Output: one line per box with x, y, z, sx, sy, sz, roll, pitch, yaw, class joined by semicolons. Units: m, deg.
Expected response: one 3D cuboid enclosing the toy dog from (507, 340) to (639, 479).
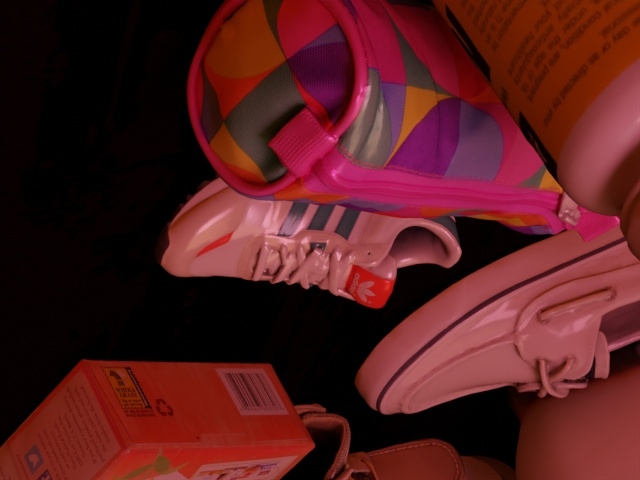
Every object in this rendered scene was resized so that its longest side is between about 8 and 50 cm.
0.273;0.217;1.208;0.395;0.284;0.408;-18;137;11;toy dog

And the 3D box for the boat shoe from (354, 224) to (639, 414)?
0.155;0.057;1.060;0.267;0.088;0.096;-24;154;-14;boat shoe

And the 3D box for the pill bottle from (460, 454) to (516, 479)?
0.130;0.235;1.328;0.108;0.108;0.193;-32;154;2;pill bottle

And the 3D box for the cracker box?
-0.136;0.163;0.966;0.156;0.067;0.232;7;134;-51;cracker box

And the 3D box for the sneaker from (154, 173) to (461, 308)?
0.000;0.000;0.809;0.161;0.075;0.057;-14;149;-32;sneaker

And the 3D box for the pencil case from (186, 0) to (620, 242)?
0.051;-0.055;0.736;0.236;0.104;0.104;6;136;-48;pencil case

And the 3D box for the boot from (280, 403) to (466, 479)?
0.015;0.164;1.119;0.213;0.077;0.165;-19;150;-18;boot

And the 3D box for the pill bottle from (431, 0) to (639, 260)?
0.120;-0.085;0.632;0.119;0.208;0.119;-24;153;-13;pill bottle
